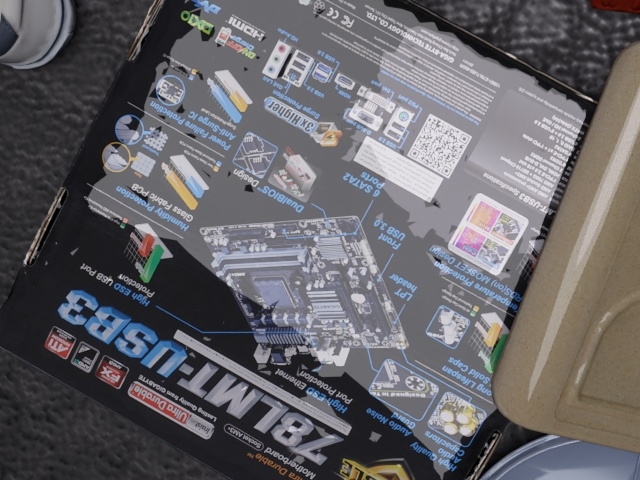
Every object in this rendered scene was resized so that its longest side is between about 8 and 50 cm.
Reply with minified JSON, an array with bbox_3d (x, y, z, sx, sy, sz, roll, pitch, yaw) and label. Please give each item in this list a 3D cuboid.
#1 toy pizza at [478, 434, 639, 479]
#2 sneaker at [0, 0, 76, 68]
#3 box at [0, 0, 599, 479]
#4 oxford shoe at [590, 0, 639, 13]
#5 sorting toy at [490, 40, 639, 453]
[{"bbox_3d":[0.172,0.205,0.761,0.201,0.032,0.201,1,99,9],"label":"toy pizza"},{"bbox_3d":[-0.231,-0.218,0.744,0.094,0.091,0.258,-34,91,12],"label":"sneaker"},{"bbox_3d":[0.000,0.000,0.744,0.295,0.073,0.293,29,102,4],"label":"box"},{"bbox_3d":[0.103,-0.192,0.701,0.271,0.097,0.098,10,82,2],"label":"oxford shoe"},{"bbox_3d":[0.239,-0.023,0.685,0.229,0.041,0.307,16,102,-18],"label":"sorting toy"}]
